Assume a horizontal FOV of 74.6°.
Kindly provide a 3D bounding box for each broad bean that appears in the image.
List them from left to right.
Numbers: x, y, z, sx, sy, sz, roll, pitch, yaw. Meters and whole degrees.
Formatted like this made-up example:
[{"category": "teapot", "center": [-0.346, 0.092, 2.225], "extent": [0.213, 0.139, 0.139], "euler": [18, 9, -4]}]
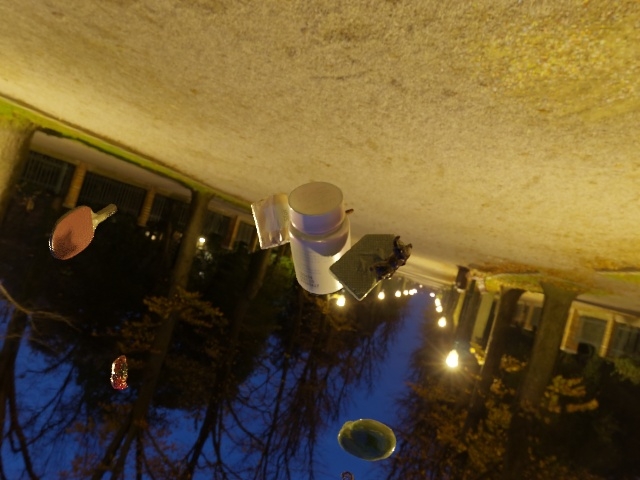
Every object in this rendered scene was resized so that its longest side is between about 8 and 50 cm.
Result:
[{"category": "broad bean", "center": [0.174, 0.766, 1.609], "extent": [0.228, 0.169, 0.100], "euler": [-24, -176, 29]}]

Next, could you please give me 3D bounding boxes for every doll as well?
[{"category": "doll", "center": [0.212, 0.058, 1.198], "extent": [0.057, 0.139, 0.165], "euler": [40, -177, 24]}]

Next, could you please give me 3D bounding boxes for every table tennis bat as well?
[{"category": "table tennis bat", "center": [-0.660, -0.041, 1.176], "extent": [0.022, 0.138, 0.246], "euler": [18, -149, 6]}]

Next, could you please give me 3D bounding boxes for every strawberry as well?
[{"category": "strawberry", "center": [-0.643, 0.420, 1.341], "extent": [0.048, 0.103, 0.152], "euler": [3, 170, -30]}]

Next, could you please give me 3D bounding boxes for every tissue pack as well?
[{"category": "tissue pack", "center": [-0.207, -0.084, 1.857], "extent": [0.186, 0.222, 0.090], "euler": [-15, 174, 42]}]

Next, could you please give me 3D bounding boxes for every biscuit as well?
[{"category": "biscuit", "center": [0.164, 0.066, 1.382], "extent": [0.150, 0.252, 0.052], "euler": [45, 163, 15]}]

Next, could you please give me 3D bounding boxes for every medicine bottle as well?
[{"category": "medicine bottle", "center": [0.000, 0.000, 1.476], "extent": [0.214, 0.213, 0.378], "euler": [15, 137, 21]}]

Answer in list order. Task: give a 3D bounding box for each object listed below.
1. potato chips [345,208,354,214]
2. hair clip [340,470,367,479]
[{"category": "potato chips", "center": [0.070, -0.103, 2.037], "extent": [0.037, 0.204, 0.026], "euler": [61, -178, 17]}, {"category": "hair clip", "center": [0.123, 0.915, 1.381], "extent": [0.137, 0.278, 0.090], "euler": [-21, 146, 31]}]
